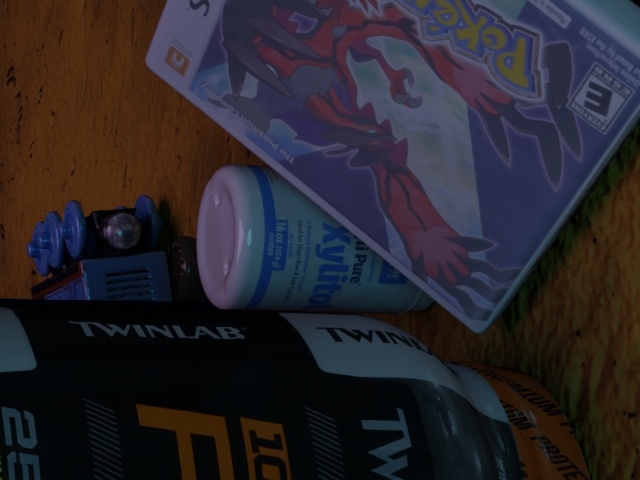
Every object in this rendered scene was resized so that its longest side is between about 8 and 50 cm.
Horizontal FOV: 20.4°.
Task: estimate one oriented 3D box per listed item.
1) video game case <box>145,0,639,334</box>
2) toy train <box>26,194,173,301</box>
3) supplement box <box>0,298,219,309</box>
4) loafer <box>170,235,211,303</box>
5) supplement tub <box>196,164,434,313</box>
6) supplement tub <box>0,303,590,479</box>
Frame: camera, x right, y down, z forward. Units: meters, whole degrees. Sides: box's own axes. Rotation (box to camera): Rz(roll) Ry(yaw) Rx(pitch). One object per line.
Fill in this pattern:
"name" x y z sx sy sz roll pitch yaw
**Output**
"video game case" 0.028 -0.076 0.737 0.201 0.023 0.183 39 139 9
"toy train" -0.164 0.028 1.301 0.184 0.080 0.105 159 106 -66
"supplement box" -0.106 0.230 0.980 0.194 0.195 0.356 -140 54 -63
"loafer" -0.066 0.048 1.096 0.148 0.050 0.056 99 166 -60
"supplement tub" 0.000 0.000 0.852 0.071 0.107 0.071 -179 90 -69
"supplement tub" -0.073 0.129 0.715 0.207 0.338 0.207 -178 90 -68
